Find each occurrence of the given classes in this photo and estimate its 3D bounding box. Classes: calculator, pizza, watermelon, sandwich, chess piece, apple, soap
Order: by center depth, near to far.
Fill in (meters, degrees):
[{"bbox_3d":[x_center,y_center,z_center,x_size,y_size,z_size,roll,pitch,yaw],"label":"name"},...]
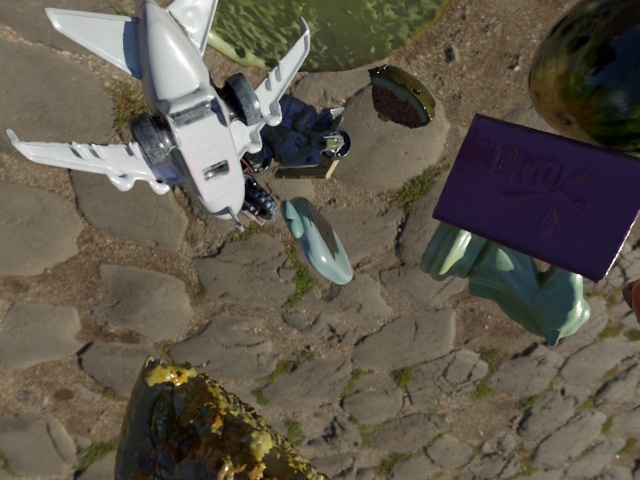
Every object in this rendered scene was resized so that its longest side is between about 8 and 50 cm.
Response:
[{"bbox_3d":[-0.006,-0.277,0.365,0.179,0.346,0.254,-42,125,-33],"label":"apple"},{"bbox_3d":[-0.142,0.299,0.434,0.258,0.087,0.268,30,97,20],"label":"pizza"},{"bbox_3d":[0.323,-0.070,0.629,0.259,0.081,0.181,26,99,21],"label":"soap"},{"bbox_3d":[0.463,-0.261,0.633,0.269,0.269,0.269,-3,121,-5],"label":"watermelon"},{"bbox_3d":[0.351,0.055,0.768,0.298,0.176,0.175,32,120,19],"label":"chess piece"},{"bbox_3d":[0.000,0.000,0.896,0.041,0.185,0.299,-27,149,13],"label":"calculator"},{"bbox_3d":[0.312,-0.533,1.583,0.292,0.109,0.212,30,147,16],"label":"sandwich"}]

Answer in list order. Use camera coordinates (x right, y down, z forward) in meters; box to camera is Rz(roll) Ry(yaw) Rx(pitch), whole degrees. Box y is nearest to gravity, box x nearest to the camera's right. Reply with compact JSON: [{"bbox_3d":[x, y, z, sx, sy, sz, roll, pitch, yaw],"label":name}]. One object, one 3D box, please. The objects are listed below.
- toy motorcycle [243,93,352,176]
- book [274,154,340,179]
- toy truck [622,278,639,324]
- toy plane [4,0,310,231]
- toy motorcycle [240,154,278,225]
[{"bbox_3d":[-0.055,-0.209,0.769,0.225,0.073,0.152,-14,97,-13],"label":"toy motorcycle"},{"bbox_3d":[-0.050,-0.296,1.617,0.231,0.161,0.026,5,137,26],"label":"book"},{"bbox_3d":[0.719,0.168,0.748,0.265,0.239,0.189,30,139,-5],"label":"toy truck"},{"bbox_3d":[-0.108,-0.089,0.365,0.251,0.101,0.255,-27,148,-13],"label":"toy plane"},{"bbox_3d":[-0.159,-0.104,0.686,0.212,0.118,0.084,42,65,-5],"label":"toy motorcycle"}]
